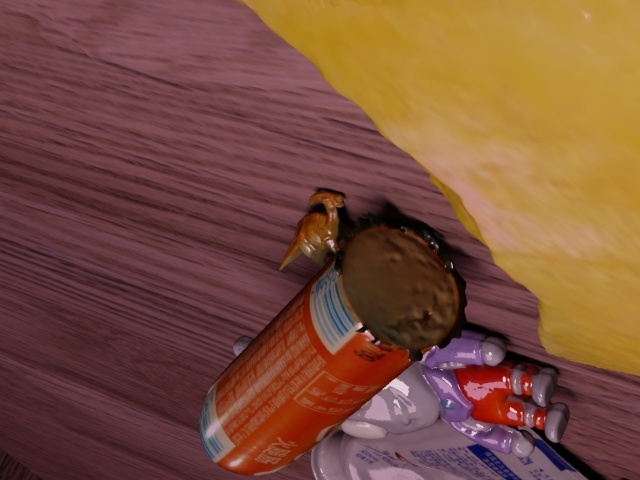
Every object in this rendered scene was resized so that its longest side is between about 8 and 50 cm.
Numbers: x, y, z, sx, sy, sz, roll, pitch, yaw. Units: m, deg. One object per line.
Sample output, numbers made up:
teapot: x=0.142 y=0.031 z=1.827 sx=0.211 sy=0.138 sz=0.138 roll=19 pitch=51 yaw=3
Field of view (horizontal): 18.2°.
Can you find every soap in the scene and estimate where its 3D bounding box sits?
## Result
soap: x=0.111 y=-0.034 z=0.645 sx=0.306 sy=0.115 sz=0.427 roll=42 pitch=161 yaw=-24

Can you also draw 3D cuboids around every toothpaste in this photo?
toothpaste: x=0.086 y=0.149 z=1.387 sx=0.096 sy=0.061 sz=0.266 roll=39 pitch=156 yaw=-22

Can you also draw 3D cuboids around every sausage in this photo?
sausage: x=-0.009 y=0.073 z=1.122 sx=0.083 sy=0.083 sz=0.264 roll=33 pitch=147 yaw=-7

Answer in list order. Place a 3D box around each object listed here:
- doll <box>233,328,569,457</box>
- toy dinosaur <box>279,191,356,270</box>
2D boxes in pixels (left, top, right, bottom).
doll: x=0.042 y=0.080 z=1.207 sx=0.227 sy=0.075 sz=0.102 roll=9 pitch=137 yaw=30
toy dinosaur: x=0.003 y=0.002 z=1.116 sx=0.041 sy=0.026 sz=0.113 roll=37 pitch=156 yaw=4
